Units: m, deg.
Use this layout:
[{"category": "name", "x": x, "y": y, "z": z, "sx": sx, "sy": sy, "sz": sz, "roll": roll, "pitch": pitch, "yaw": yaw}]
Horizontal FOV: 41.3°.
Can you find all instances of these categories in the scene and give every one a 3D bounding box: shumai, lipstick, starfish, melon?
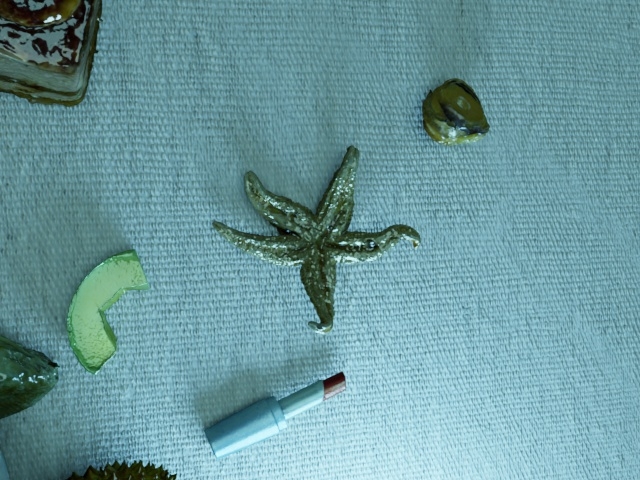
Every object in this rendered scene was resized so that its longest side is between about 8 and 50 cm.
[{"category": "shumai", "x": -0.530, "y": 0.205, "z": 1.392, "sx": 0.184, "sy": 0.184, "sz": 0.142, "roll": -21, "pitch": 70, "yaw": -14}, {"category": "lipstick", "x": -0.074, "y": 0.312, "z": 1.549, "sx": 0.274, "sy": 0.061, "sz": 0.068, "roll": -23, "pitch": 98, "yaw": -14}, {"category": "starfish", "x": -0.001, "y": 0.003, "z": 1.531, "sx": 0.375, "sy": 0.094, "sz": 0.327, "roll": -8, "pitch": 86, "yaw": -10}, {"category": "melon", "x": -0.365, "y": 0.110, "z": 1.449, "sx": 0.118, "sy": 0.064, "sz": 0.209, "roll": 39, "pitch": 80, "yaw": -15}]

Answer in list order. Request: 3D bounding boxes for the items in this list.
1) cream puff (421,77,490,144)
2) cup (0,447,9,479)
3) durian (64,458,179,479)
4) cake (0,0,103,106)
[{"category": "cream puff", "x": 0.249, "y": -0.231, "z": 1.585, "sx": 0.133, "sy": 0.104, "sz": 0.119, "roll": 23, "pitch": 49, "yaw": -26}, {"category": "cup", "x": -0.588, "y": 0.373, "z": 1.282, "sx": 0.163, "sy": 0.347, "sz": 0.347, "roll": -15, "pitch": 100, "yaw": -55}, {"category": "durian", "x": -0.345, "y": 0.537, "z": 1.356, "sx": 0.347, "sy": 0.347, "sz": 0.384, "roll": 22, "pitch": 76, "yaw": -17}, {"category": "cake", "x": -0.430, "y": -0.327, "z": 1.279, "sx": 0.196, "sy": 0.293, "sz": 0.199, "roll": 15, "pitch": 85, "yaw": -17}]
